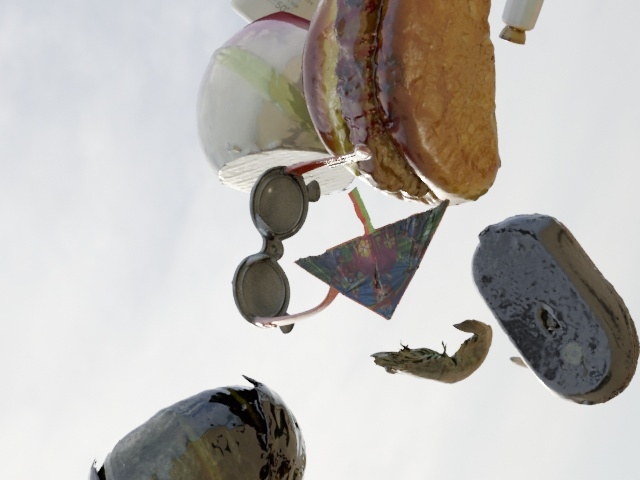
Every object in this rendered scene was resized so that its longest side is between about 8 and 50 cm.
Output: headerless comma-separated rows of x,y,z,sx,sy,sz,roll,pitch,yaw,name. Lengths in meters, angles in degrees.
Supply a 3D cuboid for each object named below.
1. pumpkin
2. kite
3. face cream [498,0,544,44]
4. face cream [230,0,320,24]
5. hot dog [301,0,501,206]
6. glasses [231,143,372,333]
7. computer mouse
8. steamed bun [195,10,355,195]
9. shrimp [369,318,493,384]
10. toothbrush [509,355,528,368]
-0.161,0.331,1.572,0.320,0.192,0.320,-32,-22,-15,pumpkin
0.056,0.012,1.216,0.010,0.190,0.159,31,-137,-57,kite
0.345,-0.415,1.915,0.051,0.072,0.182,4,-69,-32,face cream
0.016,-0.479,1.954,0.348,0.173,0.081,-48,-18,4,face cream
0.103,-0.227,1.534,0.223,0.185,0.405,-18,-69,-33,hot dog
0.000,0.000,1.508,0.118,0.268,0.234,22,-107,-31,glasses
0.362,0.102,1.778,0.183,0.323,0.116,-41,-17,27,computer mouse
-0.054,-0.231,1.812,0.309,0.309,0.309,-42,-36,-40,steamed bun
0.237,0.218,2.341,0.296,0.058,0.169,11,-63,-39,shrimp
0.432,0.254,2.288,0.307,0.025,0.029,21,-121,-58,toothbrush
